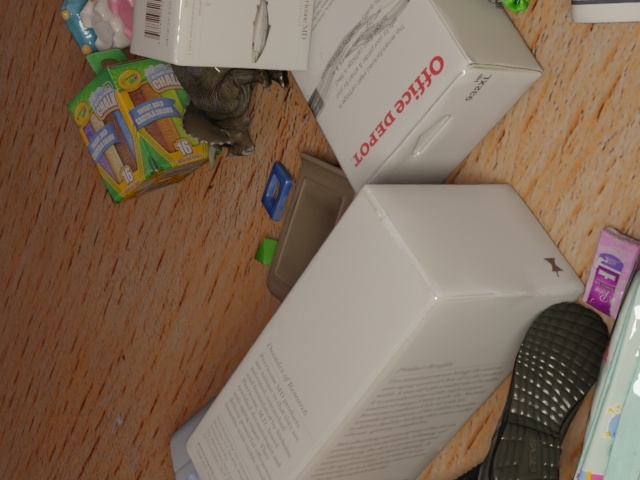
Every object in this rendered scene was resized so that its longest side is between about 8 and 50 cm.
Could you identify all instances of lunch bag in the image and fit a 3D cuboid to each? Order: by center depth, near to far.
[{"bbox_3d":[0.296,0.145,1.082,0.107,0.224,0.279,16,107,14],"label":"lunch bag"}]

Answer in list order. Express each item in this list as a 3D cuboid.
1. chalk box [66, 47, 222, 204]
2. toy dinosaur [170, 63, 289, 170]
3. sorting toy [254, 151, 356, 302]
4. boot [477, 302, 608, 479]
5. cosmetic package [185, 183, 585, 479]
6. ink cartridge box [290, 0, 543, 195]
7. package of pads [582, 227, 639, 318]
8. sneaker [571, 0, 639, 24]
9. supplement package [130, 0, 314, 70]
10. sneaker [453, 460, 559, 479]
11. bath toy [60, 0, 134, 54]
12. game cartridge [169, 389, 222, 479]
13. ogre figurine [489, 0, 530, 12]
[{"bbox_3d":[-0.263,-0.184,1.758,0.132,0.132,0.213,-28,86,47],"label":"chalk box"},{"bbox_3d":[-0.142,-0.245,1.606,0.160,0.121,0.314,-13,107,19],"label":"toy dinosaur"},{"bbox_3d":[0.000,0.000,1.524,0.347,0.047,0.196,-148,70,-65],"label":"sorting toy"},{"bbox_3d":[0.208,0.190,1.252,0.083,0.247,0.161,26,149,5],"label":"boot"},{"bbox_3d":[0.056,0.147,1.365,0.453,0.230,0.161,-55,53,35],"label":"cosmetic package"},{"bbox_3d":[0.079,-0.234,1.391,0.223,0.129,0.307,-50,56,39],"label":"ink cartridge box"},{"bbox_3d":[0.297,0.033,1.226,0.050,0.032,0.083,32,116,47],"label":"package of pads"},{"bbox_3d":[0.351,-0.254,1.076,0.321,0.126,0.128,13,108,50],"label":"sneaker"},{"bbox_3d":[-0.109,-0.250,1.374,0.105,0.179,0.105,21,109,50],"label":"supplement package"},{"bbox_3d":[0.188,0.300,1.358,0.209,0.082,0.069,-33,31,29],"label":"sneaker"},{"bbox_3d":[-0.254,-0.365,1.782,0.348,0.129,0.151,4,124,51],"label":"bath toy"},{"bbox_3d":[-0.095,0.342,1.639,0.198,0.062,0.297,-40,57,18],"label":"game cartridge"},{"bbox_3d":[0.173,-0.348,1.285,0.097,0.118,0.197,26,111,46],"label":"ogre figurine"}]
